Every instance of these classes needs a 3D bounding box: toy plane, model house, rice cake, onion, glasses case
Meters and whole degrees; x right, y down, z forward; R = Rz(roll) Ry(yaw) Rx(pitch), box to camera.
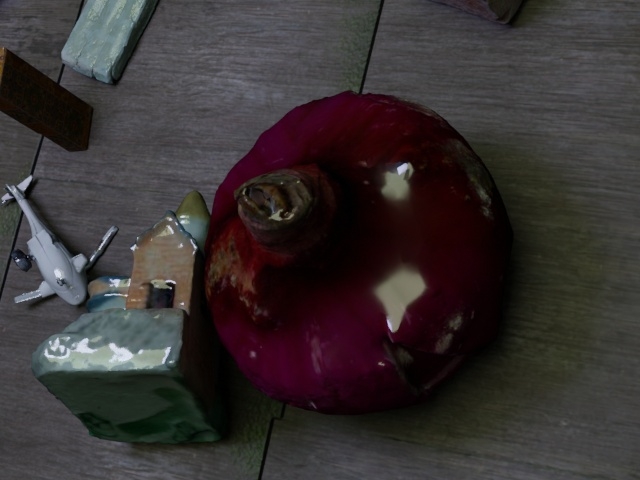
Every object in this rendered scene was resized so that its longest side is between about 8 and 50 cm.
[{"bbox_3d":[-0.400,-0.009,1.695,0.182,0.107,0.273,-24,61,10],"label":"toy plane"},{"bbox_3d":[-0.221,0.074,1.513,0.194,0.267,0.324,0,60,10],"label":"model house"},{"bbox_3d":[-0.327,-0.354,1.812,0.124,0.038,0.211,26,86,29],"label":"rice cake"},{"bbox_3d":[0.000,0.000,1.340,0.398,0.420,0.398,-9,74,31],"label":"onion"},{"bbox_3d":[-0.422,-0.205,1.702,0.049,0.218,0.075,-2,72,24],"label":"glasses case"}]

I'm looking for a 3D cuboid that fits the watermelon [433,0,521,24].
[{"bbox_3d":[0.198,-0.422,1.532,0.193,0.232,0.310,-60,17,-1],"label":"watermelon"}]
